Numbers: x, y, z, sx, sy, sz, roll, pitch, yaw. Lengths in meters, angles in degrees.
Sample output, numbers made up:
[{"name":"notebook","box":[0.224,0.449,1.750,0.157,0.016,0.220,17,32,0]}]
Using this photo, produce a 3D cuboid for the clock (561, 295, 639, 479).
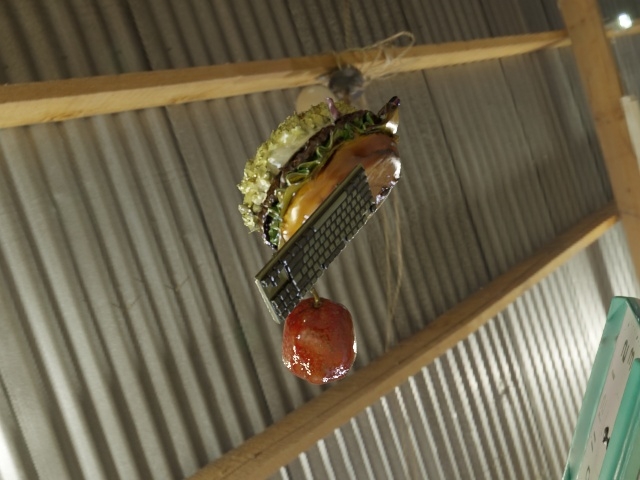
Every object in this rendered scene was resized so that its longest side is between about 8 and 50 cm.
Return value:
[{"name":"clock","box":[0.338,0.218,0.700,0.231,0.116,0.262,-36,-42,-69]}]

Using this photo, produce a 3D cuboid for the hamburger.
[{"name":"hamburger","box":[0.003,-0.091,0.910,0.261,0.243,0.139,-31,-114,-27]}]

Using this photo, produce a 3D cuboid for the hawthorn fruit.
[{"name":"hawthorn fruit","box":[-0.002,0.235,1.712,0.205,0.205,0.253,-18,-60,-43]}]

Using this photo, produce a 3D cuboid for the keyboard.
[{"name":"keyboard","box":[0.000,0.000,0.497,0.129,0.015,0.049,-48,-37,-28]}]
